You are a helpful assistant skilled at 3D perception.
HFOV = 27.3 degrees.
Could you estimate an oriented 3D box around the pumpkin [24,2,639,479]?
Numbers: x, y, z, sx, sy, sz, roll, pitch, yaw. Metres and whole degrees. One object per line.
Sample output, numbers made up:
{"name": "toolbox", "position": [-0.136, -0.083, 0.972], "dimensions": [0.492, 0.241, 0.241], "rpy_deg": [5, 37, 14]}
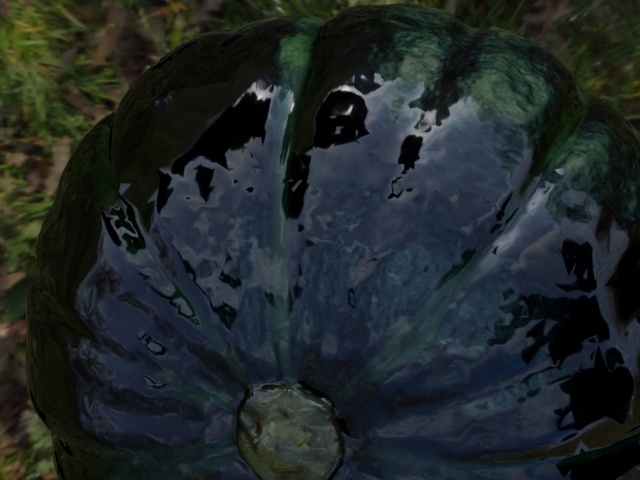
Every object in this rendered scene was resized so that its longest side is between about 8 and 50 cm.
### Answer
{"name": "pumpkin", "position": [0.011, 0.029, 0.375], "dimensions": [0.194, 0.150, 0.194], "rpy_deg": [7, 103, 35]}
